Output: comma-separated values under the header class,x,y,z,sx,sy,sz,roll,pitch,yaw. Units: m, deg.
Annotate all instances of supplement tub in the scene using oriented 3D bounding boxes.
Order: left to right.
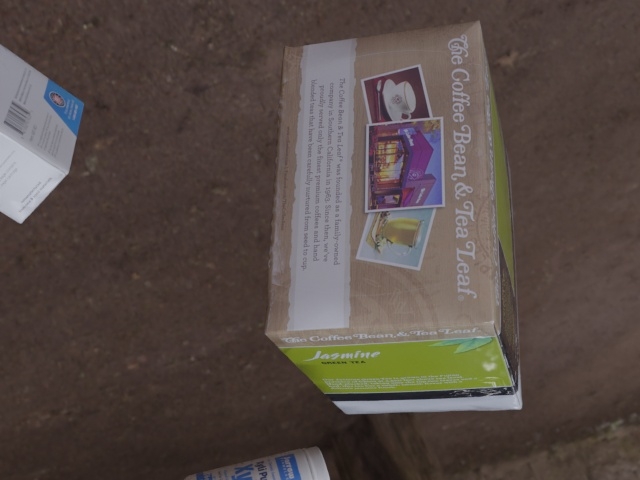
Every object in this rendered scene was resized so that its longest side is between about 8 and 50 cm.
class,x,y,z,sx,sy,sz,roll,pitch,yaw
supplement tub,-0.046,0.201,0.695,0.107,0.071,0.071,-13,152,-9

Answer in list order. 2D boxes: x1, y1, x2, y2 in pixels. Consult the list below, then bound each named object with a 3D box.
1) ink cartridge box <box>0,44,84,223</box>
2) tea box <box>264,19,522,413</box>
class,x,y,z,sx,sy,sz,roll,pitch,yaw
ink cartridge box,-0.525,-0.202,1.369,0.307,0.223,0.129,36,116,-28
tea box,0.096,-0.005,1.013,0.220,0.329,0.323,-4,154,14
